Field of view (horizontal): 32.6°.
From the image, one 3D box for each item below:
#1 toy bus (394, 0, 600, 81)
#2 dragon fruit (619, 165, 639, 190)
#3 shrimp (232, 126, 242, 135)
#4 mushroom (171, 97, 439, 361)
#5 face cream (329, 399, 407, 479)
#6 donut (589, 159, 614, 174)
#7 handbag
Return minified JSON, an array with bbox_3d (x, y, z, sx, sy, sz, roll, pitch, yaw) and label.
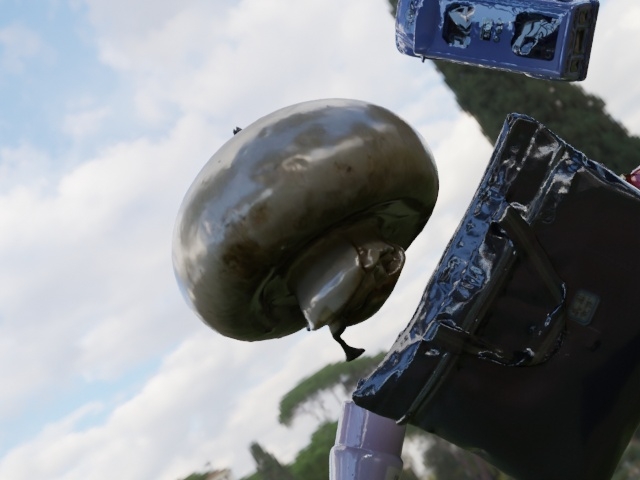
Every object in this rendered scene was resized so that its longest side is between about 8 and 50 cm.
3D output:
[{"bbox_3d":[0.227,-0.299,1.526,0.133,0.292,0.125,-18,-61,-58],"label":"toy bus"},{"bbox_3d":[0.382,-0.050,1.229,0.116,0.081,0.086,-18,-64,-52],"label":"dragon fruit"},{"bbox_3d":[-0.078,-0.116,1.783,0.042,0.190,0.101,-43,-7,-15],"label":"shrimp"},{"bbox_3d":[0.000,0.000,1.367,0.362,0.294,0.362,-29,-25,-15],"label":"mushroom"},{"bbox_3d":[0.048,0.347,1.406,0.096,0.274,0.154,11,-13,-1],"label":"face cream"},{"bbox_3d":[0.246,-0.026,1.155,0.152,0.152,0.058,-34,-54,-6],"label":"donut"},{"bbox_3d":[0.169,0.060,0.816,0.254,0.211,0.089,-62,7,1],"label":"handbag"}]
